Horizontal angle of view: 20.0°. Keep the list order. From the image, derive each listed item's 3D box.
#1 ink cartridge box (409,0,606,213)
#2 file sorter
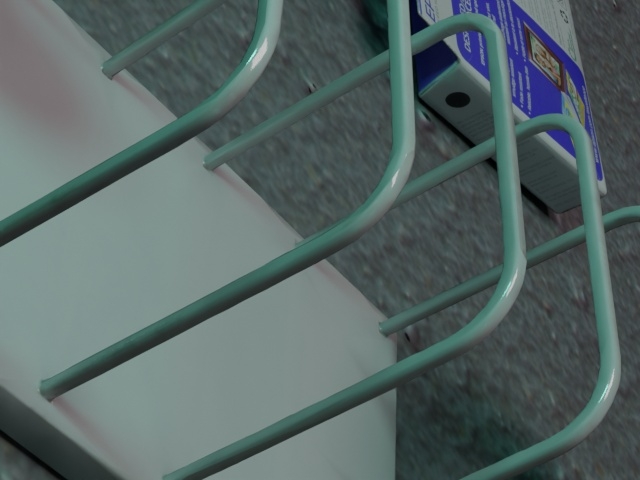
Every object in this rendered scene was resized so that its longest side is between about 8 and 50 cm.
[{"bbox_3d":[0.095,-0.147,1.123,0.208,0.045,0.206,39,35,-40],"label":"ink cartridge box"},{"bbox_3d":[0.000,0.000,0.682,0.278,0.173,0.193,43,32,-33],"label":"file sorter"}]
